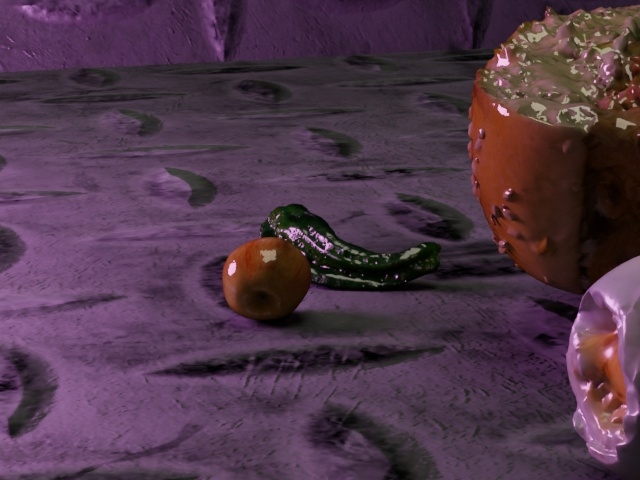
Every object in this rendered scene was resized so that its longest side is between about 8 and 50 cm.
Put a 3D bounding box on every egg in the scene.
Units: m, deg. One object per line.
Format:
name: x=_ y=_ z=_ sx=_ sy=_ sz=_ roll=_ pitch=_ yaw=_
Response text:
egg: x=0.289 y=0.088 z=1.230 sx=0.217 sy=0.183 sz=0.183 roll=-1 pitch=13 yaw=-13

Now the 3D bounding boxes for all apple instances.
apple: x=-0.051 y=0.038 z=1.683 sx=0.084 sy=0.084 sz=0.071 roll=1 pitch=41 yaw=7

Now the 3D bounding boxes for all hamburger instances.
hamburger: x=0.282 y=-0.058 z=1.608 sx=0.268 sy=0.287 sz=0.445 roll=2 pitch=17 yaw=16

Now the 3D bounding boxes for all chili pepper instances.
chili pepper: x=0.000 y=0.000 z=1.867 sx=0.122 sy=0.065 sz=0.279 roll=0 pitch=13 yaw=-35
